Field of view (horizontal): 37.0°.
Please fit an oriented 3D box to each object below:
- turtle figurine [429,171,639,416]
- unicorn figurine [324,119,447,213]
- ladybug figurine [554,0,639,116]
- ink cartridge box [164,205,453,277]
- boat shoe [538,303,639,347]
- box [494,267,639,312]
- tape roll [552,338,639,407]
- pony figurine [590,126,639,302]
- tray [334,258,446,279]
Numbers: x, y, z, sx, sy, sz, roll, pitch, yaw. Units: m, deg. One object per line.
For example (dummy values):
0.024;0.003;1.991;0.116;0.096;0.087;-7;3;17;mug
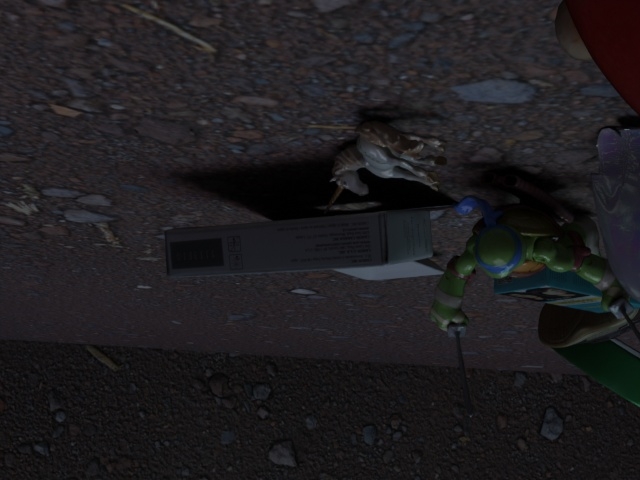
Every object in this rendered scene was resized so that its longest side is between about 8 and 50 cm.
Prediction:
0.235;0.063;1.072;0.198;0.275;0.266;-39;173;24;turtle figurine
0.061;-0.076;0.906;0.111;0.060;0.162;15;154;10;unicorn figurine
0.295;-0.125;0.381;0.305;0.162;0.449;13;164;-39;ladybug figurine
0.000;0.000;1.102;0.275;0.060;0.239;-4;180;28;ink cartridge box
0.473;0.131;1.637;0.092;0.103;0.285;11;160;-16;boat shoe
0.379;0.062;1.433;0.244;0.060;0.100;11;165;-35;box
0.599;0.254;1.847;0.321;0.077;0.321;30;-173;-4;tape roll
0.371;0.087;0.811;0.302;0.351;0.363;3;-150;29;pony figurine
0.053;0.017;1.369;0.145;0.030;0.270;-8;164;36;tray
